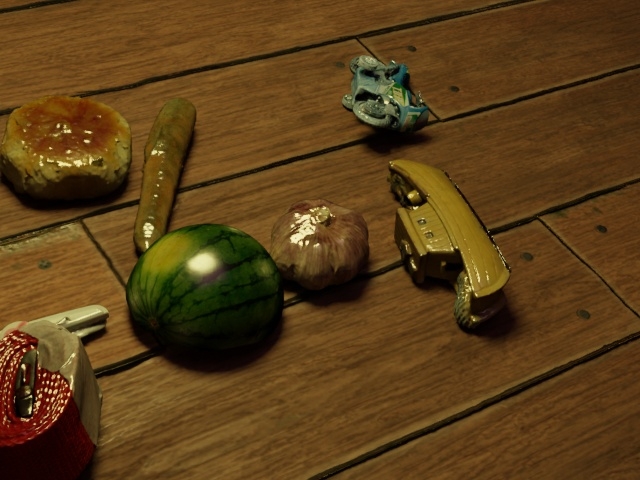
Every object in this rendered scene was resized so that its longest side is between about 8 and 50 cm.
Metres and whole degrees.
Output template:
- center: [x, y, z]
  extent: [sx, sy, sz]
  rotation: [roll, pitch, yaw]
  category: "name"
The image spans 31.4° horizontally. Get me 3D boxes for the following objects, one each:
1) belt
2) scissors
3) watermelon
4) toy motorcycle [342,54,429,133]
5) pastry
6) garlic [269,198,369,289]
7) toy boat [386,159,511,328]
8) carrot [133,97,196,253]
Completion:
- center: [-0.326, 0.200, 1.322]
  extent: [0.128, 0.124, 0.201]
  rotation: [-9, 39, 3]
  category: "belt"
- center: [-0.384, 0.130, 1.445]
  extent: [0.242, 0.030, 0.118]
  rotation: [-19, 52, -27]
  category: "scissors"
- center: [-0.143, 0.046, 1.533]
  extent: [0.232, 0.127, 0.204]
  rotation: [-17, 47, -37]
  category: "watermelon"
- center: [0.115, -0.249, 1.950]
  extent: [0.135, 0.092, 0.254]
  rotation: [16, 32, -11]
  category: "toy motorcycle"
- center: [-0.376, -0.137, 1.689]
  extent: [0.192, 0.093, 0.182]
  rotation: [3, 46, -14]
  category: "pastry"
- center: [0.000, 0.000, 1.637]
  extent: [0.159, 0.102, 0.147]
  rotation: [-28, 59, -37]
  category: "garlic"
- center: [0.172, -0.006, 1.704]
  extent: [0.121, 0.089, 0.321]
  rotation: [-15, 49, -13]
  category: "toy boat"
- center: [-0.241, -0.098, 1.708]
  extent: [0.070, 0.070, 0.342]
  rotation: [10, 44, -4]
  category: "carrot"
